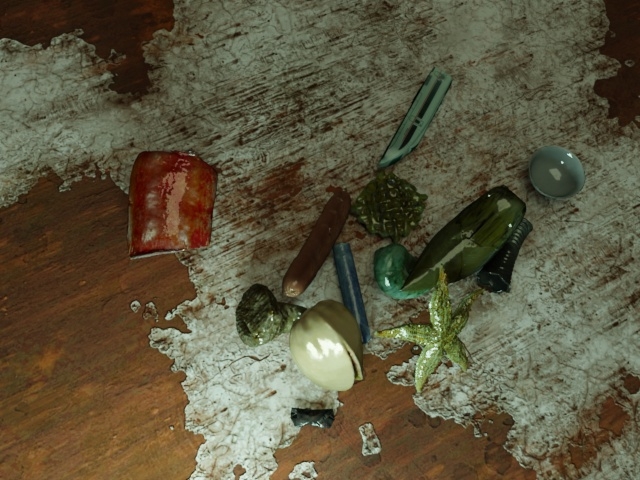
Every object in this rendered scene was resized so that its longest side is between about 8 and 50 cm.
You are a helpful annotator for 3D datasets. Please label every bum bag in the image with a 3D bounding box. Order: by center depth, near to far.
[{"bbox_3d":[-0.022,0.488,1.703,0.125,0.034,0.057,5,61,-6],"label":"bum bag"}]

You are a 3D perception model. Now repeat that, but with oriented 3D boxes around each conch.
[{"bbox_3d":[0.234,0.090,1.830,0.176,0.122,0.188,-22,76,-35],"label":"conch"}]

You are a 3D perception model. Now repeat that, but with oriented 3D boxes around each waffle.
[{"bbox_3d":[0.219,-0.106,1.929,0.204,0.054,0.223,36,70,6],"label":"waffle"}]

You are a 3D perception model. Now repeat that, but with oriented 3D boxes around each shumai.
[{"bbox_3d":[-0.133,0.220,1.720,0.176,0.206,0.166,24,105,-26],"label":"shumai"}]

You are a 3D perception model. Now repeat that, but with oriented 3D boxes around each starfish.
[{"bbox_3d":[0.343,0.258,1.706,0.358,0.078,0.347,40,88,-29],"label":"starfish"}]

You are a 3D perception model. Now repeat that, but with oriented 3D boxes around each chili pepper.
[{"bbox_3d":[-0.426,-0.088,1.779,0.252,0.229,0.305,2,81,-9],"label":"chili pepper"}]

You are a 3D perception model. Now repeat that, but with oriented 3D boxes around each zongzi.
[{"bbox_3d":[0.390,0.002,1.707,0.361,0.322,0.160,-19,60,-48],"label":"zongzi"}]

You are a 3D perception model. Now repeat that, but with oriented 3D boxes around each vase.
[{"bbox_3d":[0.576,0.039,1.902,0.116,0.115,0.237,32,67,4],"label":"vase"}]

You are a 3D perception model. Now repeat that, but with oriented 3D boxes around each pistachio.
[{"bbox_3d":[0.027,0.288,1.651,0.193,0.317,0.214,-41,42,-19],"label":"pistachio"}]

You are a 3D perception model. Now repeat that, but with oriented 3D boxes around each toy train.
[{"bbox_3d":[0.310,-0.385,2.023,0.088,0.086,0.406,31,71,-2],"label":"toy train"}]

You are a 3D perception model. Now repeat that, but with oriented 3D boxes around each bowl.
[{"bbox_3d":[0.753,-0.206,2.013,0.189,0.086,0.188,2,71,-5],"label":"bowl"}]

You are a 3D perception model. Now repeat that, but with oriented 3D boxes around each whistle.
[{"bbox_3d":[0.090,0.155,1.820,0.062,0.062,0.303,-9,72,-10],"label":"whistle"}]

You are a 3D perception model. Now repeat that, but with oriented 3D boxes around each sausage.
[{"bbox_3d":[0.000,0.001,1.811,0.088,0.087,0.433,27,55,3],"label":"sausage"}]
